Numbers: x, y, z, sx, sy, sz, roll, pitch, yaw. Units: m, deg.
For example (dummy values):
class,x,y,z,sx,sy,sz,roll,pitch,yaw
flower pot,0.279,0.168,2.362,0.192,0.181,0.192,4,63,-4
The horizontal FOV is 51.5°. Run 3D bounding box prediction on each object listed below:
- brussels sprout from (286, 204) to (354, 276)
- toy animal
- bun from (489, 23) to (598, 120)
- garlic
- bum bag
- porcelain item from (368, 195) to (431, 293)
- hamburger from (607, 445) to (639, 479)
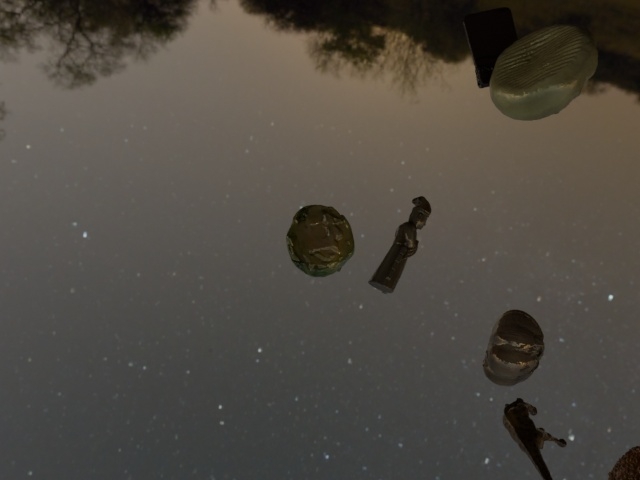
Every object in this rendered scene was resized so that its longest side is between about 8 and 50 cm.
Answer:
class,x,y,z,sx,sy,sz,roll,pitch,yaw
brussels sprout,-0.001,0.003,1.429,0.149,0.151,0.122,26,176,-1
toy animal,0.400,0.381,1.233,0.149,0.054,0.275,44,-163,2
bun,0.432,-0.309,1.269,0.127,0.222,0.222,53,174,-35
garlic,0.545,0.303,1.860,0.152,0.228,0.228,18,-160,12
bum bag,0.360,-0.398,1.364,0.109,0.159,0.026,-14,177,-4
porcelain item,0.173,0.008,1.389,0.054,0.213,0.084,32,168,-14
hamburger,0.905,0.677,1.741,0.225,0.291,0.291,41,-163,-9
